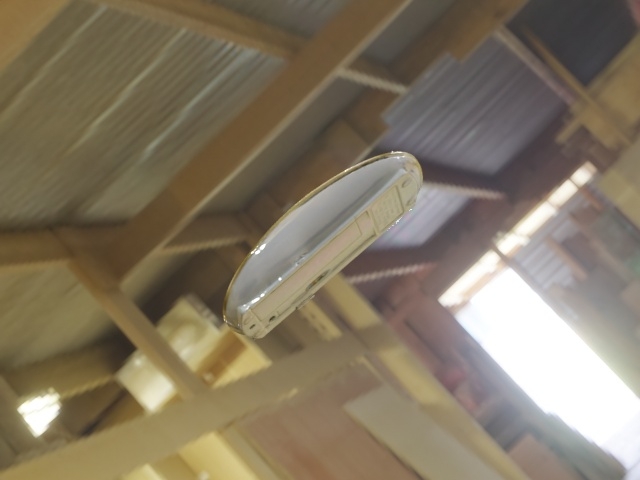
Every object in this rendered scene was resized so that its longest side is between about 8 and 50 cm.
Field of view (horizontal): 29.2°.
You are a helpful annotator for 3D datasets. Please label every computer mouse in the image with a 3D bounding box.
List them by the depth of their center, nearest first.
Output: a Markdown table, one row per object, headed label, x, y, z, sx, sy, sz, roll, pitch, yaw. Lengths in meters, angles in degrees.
| label | x | y | z | sx | sy | sz | roll | pitch | yaw |
| --- | --- | --- | --- | --- | --- | --- | --- | --- | --- |
| computer mouse | -0.001 | -0.001 | 0.977 | 0.199 | 0.045 | 0.102 | -42 | -20 | -5 |
